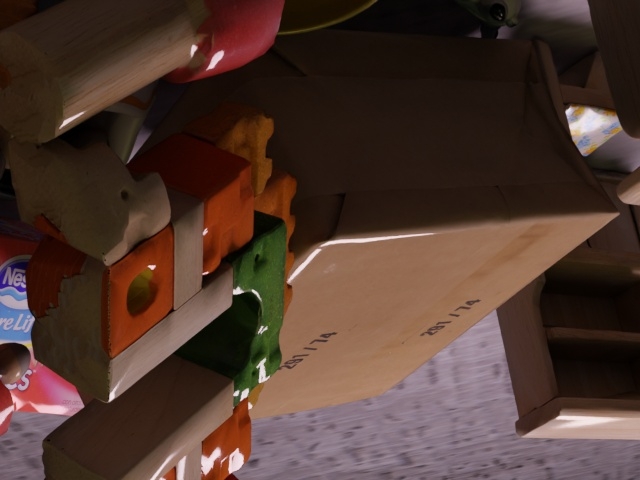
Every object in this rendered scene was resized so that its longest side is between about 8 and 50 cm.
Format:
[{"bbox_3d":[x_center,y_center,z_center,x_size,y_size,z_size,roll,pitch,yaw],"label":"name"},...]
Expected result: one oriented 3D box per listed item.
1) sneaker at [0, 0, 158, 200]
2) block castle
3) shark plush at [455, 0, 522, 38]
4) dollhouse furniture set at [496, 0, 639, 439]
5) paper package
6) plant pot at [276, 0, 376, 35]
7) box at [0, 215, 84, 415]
[{"bbox_3d":[-0.229,-0.080,1.047,0.126,0.127,0.321,9,152,-36],"label":"sneaker"},{"bbox_3d":[-0.173,0.005,0.855,0.213,0.303,0.453,-38,142,-47],"label":"block castle"},{"bbox_3d":[0.114,-0.188,1.057,0.067,0.073,0.161,5,-179,16],"label":"shark plush"},{"bbox_3d":[0.321,-0.013,1.233,0.362,0.256,0.394,5,152,-30],"label":"dollhouse furniture set"},{"bbox_3d":[0.000,0.000,1.096,0.310,0.168,0.325,-5,152,-40],"label":"paper package"},{"bbox_3d":[-0.024,-0.202,0.885,0.134,0.095,0.134,-8,155,-4],"label":"plant pot"},{"bbox_3d":[-0.305,0.046,1.162,0.154,0.142,0.300,19,-179,31],"label":"box"}]
